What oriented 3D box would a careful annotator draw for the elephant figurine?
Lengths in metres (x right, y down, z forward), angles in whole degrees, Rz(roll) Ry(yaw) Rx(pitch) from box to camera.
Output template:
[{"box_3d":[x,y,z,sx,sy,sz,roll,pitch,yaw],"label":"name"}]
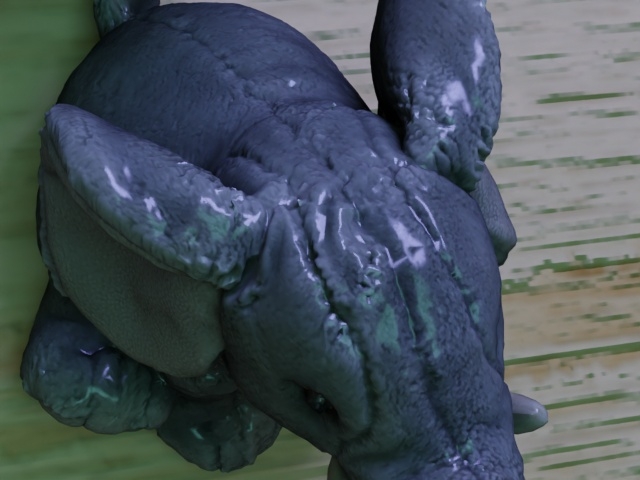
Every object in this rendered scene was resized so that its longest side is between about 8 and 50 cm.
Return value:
[{"box_3d":[0.000,0.000,0.485,0.186,0.239,0.169,29,81,-15],"label":"elephant figurine"}]
